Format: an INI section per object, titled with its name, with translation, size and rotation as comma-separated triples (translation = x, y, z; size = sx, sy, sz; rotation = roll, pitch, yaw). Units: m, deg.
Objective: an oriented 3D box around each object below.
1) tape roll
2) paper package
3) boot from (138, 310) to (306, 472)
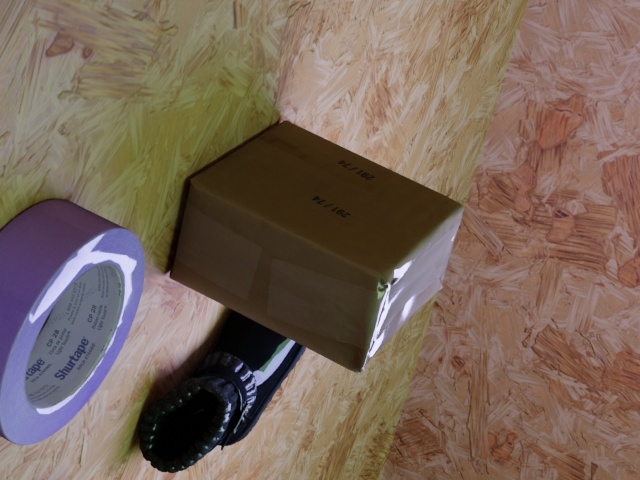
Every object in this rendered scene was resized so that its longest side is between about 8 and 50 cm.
[tape roll]
translation = -0.316, 0.094, 1.629
size = 0.275, 0.090, 0.274
rotation = -55, 161, -29
[paper package]
translation = 0.000, 0.000, 2.022
size = 0.309, 0.325, 0.168
rotation = -38, 148, -54
[boot]
translation = -0.138, 0.197, 2.220
size = 0.348, 0.131, 0.260
rotation = -67, 163, 7
